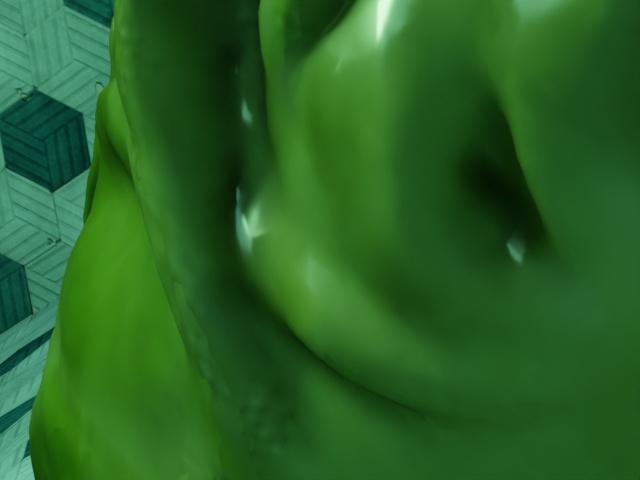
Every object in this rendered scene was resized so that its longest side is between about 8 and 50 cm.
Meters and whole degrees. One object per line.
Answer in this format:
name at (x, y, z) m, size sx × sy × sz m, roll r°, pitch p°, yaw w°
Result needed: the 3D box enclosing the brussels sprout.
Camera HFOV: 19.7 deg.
brussels sprout at (0.092, 0.008, 0.587) m, size 0.361 × 0.342 × 0.425 m, roll -62°, pitch -7°, yaw 24°
